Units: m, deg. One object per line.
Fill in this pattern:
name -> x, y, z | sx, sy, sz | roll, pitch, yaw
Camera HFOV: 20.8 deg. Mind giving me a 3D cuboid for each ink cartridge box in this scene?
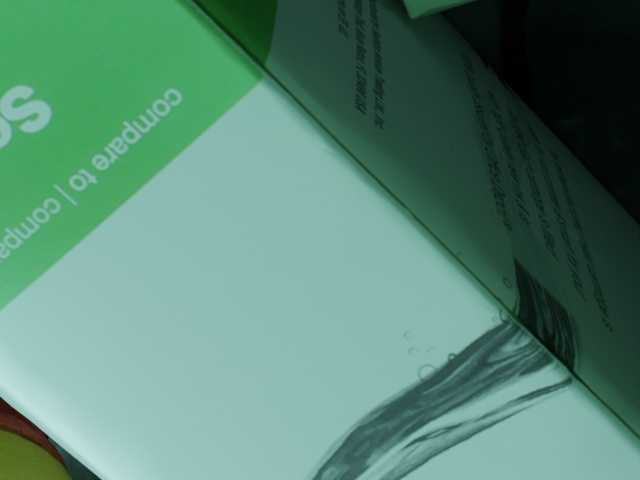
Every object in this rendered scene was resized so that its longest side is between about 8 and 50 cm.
ink cartridge box -> 0.000, 0.000, 0.527 | 0.121, 0.211, 0.289 | -40, 110, 17

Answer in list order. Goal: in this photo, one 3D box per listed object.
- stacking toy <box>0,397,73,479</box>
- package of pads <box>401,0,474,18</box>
stacking toy -> -0.189, 0.144, 0.685 | 0.309, 0.130, 0.279 | -26, 140, 15
package of pads -> 0.095, -0.233, 0.475 | 0.229, 0.101, 0.296 | -15, 116, 7
